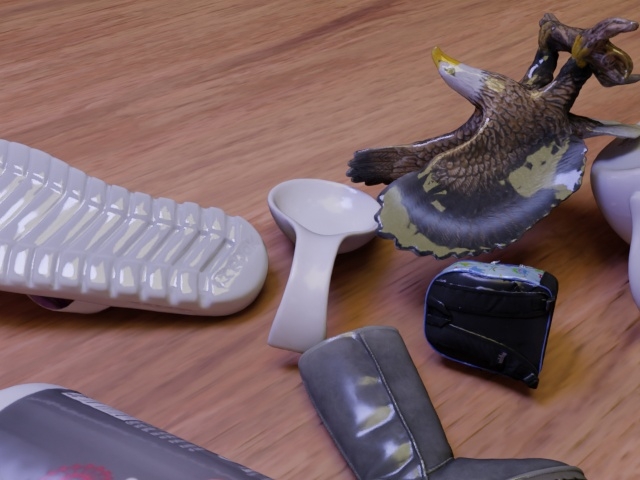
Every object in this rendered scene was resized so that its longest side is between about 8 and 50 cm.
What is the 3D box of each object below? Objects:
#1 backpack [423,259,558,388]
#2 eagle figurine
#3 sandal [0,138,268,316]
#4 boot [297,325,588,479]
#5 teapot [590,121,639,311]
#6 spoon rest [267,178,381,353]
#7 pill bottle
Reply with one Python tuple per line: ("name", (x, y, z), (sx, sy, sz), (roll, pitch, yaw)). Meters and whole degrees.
("backpack", (0.160, 0.069, 0.675), (0.114, 0.105, 0.084), (11, 17, 19))
("eagle figurine", (0.185, -0.114, 0.777), (0.225, 0.298, 0.226), (44, 12, 24))
("sandal", (-0.266, 0.010, 0.765), (0.416, 0.102, 0.169), (17, 55, 2))
("boot", (0.093, 0.155, 0.599), (0.190, 0.076, 0.208), (-7, 32, -11))
("teapot", (0.428, -0.045, 0.756), (0.256, 0.187, 0.252), (-27, 11, 19))
("spoon rest", (0.000, 0.000, 0.759), (0.137, 0.084, 0.276), (12, 34, -1))
("pill bottle", (-0.156, 0.196, 0.452), (0.319, 0.176, 0.176), (16, 41, 20))
